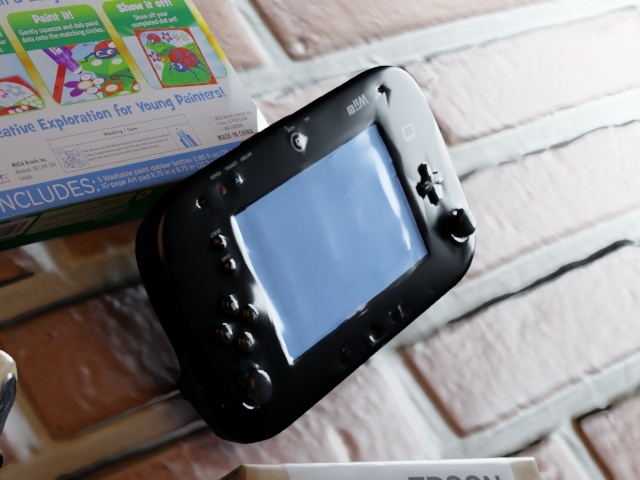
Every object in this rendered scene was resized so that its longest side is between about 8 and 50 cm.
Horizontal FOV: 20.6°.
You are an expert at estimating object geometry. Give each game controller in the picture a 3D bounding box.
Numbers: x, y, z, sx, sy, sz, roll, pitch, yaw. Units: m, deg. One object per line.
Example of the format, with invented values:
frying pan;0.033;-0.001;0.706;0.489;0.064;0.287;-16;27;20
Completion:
game controller;0.000;0.000;1.155;0.319;0.067;0.166;-36;117;-49

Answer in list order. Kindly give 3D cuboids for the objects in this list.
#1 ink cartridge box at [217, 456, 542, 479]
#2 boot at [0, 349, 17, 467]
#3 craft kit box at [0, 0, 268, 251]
ink cartridge box;0.049;0.229;1.024;0.234;0.088;0.193;3;57;-37
boot;-0.168;0.166;0.782;0.377;0.138;0.284;-2;47;1
craft kit box;-0.179;-0.123;1.142;0.250;0.061;0.247;-15;71;-45
